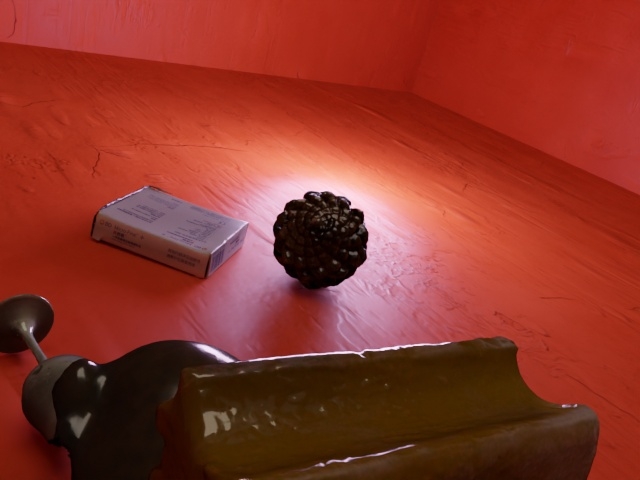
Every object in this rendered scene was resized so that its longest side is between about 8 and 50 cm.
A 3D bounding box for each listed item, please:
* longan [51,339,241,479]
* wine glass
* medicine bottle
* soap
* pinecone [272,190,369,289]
[{"bbox_3d":[-0.128,0.168,0.533,0.204,0.159,0.185,37,37,-13],"label":"longan"},{"bbox_3d":[-0.270,0.134,0.640,0.079,0.079,0.195,-7,31,-42],"label":"wine glass"},{"bbox_3d":[-0.239,-0.021,1.044,0.201,0.052,0.171,20,23,7],"label":"medicine bottle"},{"bbox_3d":[0.027,0.206,0.438,0.281,0.259,0.143,-2,25,-33],"label":"soap"},{"bbox_3d":[0.000,0.000,1.038,0.173,0.174,0.174,13,23,-6],"label":"pinecone"}]
